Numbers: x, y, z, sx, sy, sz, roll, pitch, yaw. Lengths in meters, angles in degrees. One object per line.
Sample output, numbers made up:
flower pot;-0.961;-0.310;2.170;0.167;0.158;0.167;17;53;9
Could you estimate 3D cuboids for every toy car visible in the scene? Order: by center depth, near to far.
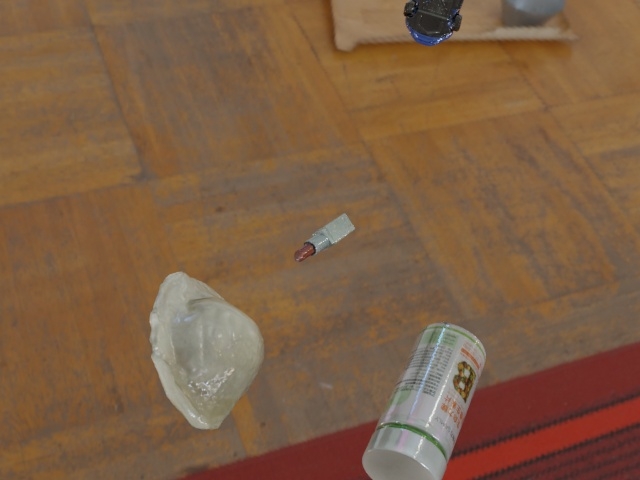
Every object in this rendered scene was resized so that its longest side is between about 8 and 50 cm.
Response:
toy car;0.213;-0.440;1.541;0.103;0.063;0.216;18;80;4

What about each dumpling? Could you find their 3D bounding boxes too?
dumpling;-0.156;0.130;1.105;0.166;0.126;0.216;43;52;-26

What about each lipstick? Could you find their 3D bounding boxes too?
lipstick;0.000;0.001;1.236;0.030;0.030;0.129;57;40;-1

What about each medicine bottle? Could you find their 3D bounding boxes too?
medicine bottle;0.117;0.182;0.956;0.086;0.086;0.183;24;49;8
